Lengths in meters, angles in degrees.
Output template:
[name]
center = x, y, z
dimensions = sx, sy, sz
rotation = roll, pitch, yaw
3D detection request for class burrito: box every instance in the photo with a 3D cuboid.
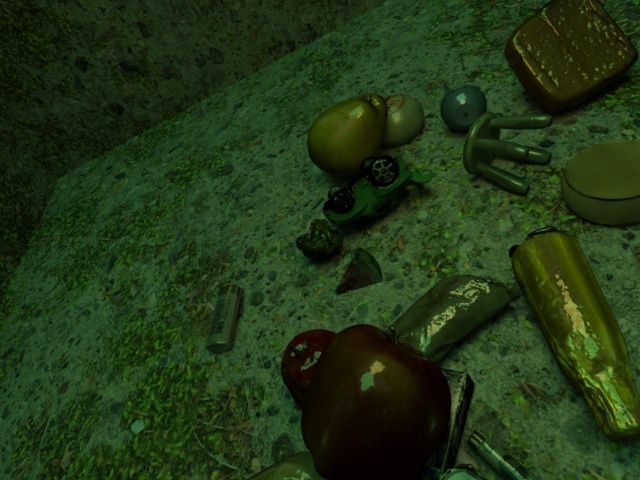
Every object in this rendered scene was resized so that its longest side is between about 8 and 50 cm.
[burrito]
center = 0.305, 0.190, 1.083
dimensions = 0.347, 0.107, 0.175
rotation = -38, 42, -2

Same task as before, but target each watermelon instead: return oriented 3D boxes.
[watermelon]
center = 0.122, 0.099, 1.325
dimensions = 0.098, 0.121, 0.159
rotation = -90, 21, -59

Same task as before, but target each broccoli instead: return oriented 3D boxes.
[broccoli]
center = 0.000, 0.000, 1.431
dimensions = 0.161, 0.138, 0.145
rotation = -6, 20, -34

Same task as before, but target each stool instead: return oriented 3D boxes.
[stool]
center = 0.562, -0.271, 1.301
dimensions = 0.198, 0.195, 0.195
rotation = 29, 69, 40

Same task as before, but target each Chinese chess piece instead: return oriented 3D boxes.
[Chinese chess piece]
center = 0.772, -0.155, 1.130
dimensions = 0.249, 0.103, 0.250
rotation = -17, 43, 17

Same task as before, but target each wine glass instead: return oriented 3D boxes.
[wine glass]
center = 0.271, 0.475, 0.777
dimensions = 0.122, 0.183, 0.122
rotation = -18, 44, 18

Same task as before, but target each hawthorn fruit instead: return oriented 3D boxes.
[hawthorn fruit]
center = -0.016, 0.304, 1.062
dimensions = 0.207, 0.243, 0.208
rotation = -22, 42, 22

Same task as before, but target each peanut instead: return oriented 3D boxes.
[peanut]
center = -0.100, 0.579, 0.926
dimensions = 0.339, 0.158, 0.174
rotation = -30, 41, 11

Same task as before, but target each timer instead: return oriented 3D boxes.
[timer]
center = 0.509, -0.488, 1.589
dimensions = 0.175, 0.176, 0.255
rotation = -26, 15, 7

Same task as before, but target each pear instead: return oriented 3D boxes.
[pear]
center = 0.101, -0.396, 1.597
dimensions = 0.285, 0.284, 0.337
rotation = 48, 119, 48

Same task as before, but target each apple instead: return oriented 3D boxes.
[apple]
center = 0.112, 0.332, 0.872
dimensions = 0.288, 0.288, 0.317
rotation = 19, 76, 41

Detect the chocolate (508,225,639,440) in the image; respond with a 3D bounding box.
[chocolate]
center = 0.540, 0.181, 0.911
dimensions = 0.161, 0.162, 0.446
rotation = -16, 46, 17

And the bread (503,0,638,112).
[bread]
center = 0.802, -0.610, 1.430
dimensions = 0.327, 0.148, 0.337
rotation = -36, 80, 5

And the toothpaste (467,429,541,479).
[toothpaste]
center = 0.390, 0.462, 0.828
dimensions = 0.062, 0.039, 0.239
rotation = -38, 44, -17

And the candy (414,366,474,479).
[candy]
center = 0.252, 0.425, 0.926
dimensions = 0.088, 0.061, 0.313
rotation = 3, 52, 36

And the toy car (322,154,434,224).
[toy car]
center = 0.175, -0.169, 1.443
dimensions = 0.358, 0.176, 0.213
rotation = -40, 10, 3

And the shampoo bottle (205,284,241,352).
[shampoo bottle]
center = -0.318, 0.254, 1.427
dimensions = 0.086, 0.056, 0.228
rotation = -17, 44, 19

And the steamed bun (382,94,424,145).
[steamed bun]
center = 0.287, -0.487, 1.696
dimensions = 0.231, 0.145, 0.232
rotation = -16, 45, 16
